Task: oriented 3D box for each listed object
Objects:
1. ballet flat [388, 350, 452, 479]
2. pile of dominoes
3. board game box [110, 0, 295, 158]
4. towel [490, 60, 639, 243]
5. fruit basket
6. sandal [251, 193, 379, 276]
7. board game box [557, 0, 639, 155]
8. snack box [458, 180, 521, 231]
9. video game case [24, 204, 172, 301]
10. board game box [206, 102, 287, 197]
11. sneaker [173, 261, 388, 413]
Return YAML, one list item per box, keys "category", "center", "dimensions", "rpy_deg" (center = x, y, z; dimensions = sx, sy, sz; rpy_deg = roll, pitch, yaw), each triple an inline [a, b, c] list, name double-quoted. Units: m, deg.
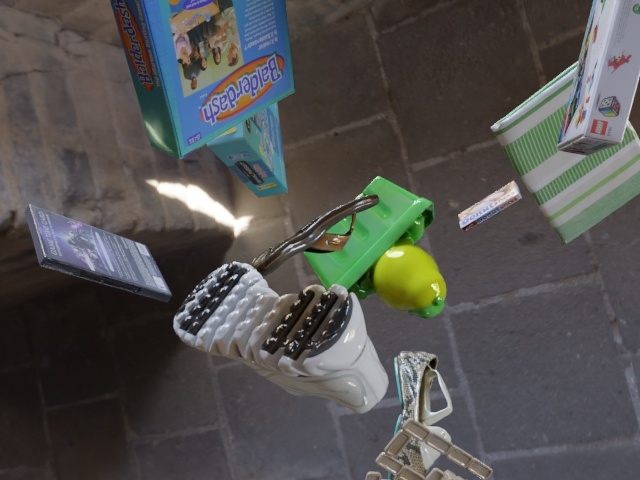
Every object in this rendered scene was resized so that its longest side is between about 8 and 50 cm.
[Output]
- category: "ballet flat"
  center: [0.307, 0.533, 1.893]
  dimensions: [0.182, 0.164, 0.482]
  rpy_deg: [-8, 42, 18]
- category: "pile of dominoes"
  center: [0.210, 0.482, 1.271]
  dimensions: [0.251, 0.040, 0.196]
  rpy_deg: [36, 97, -17]
- category: "board game box"
  center: [-0.099, -0.201, 0.548]
  dimensions: [0.047, 0.160, 0.210]
  rpy_deg: [24, 137, 32]
- category: "towel"
  center: [0.532, -0.181, 1.298]
  dimensions: [0.248, 0.038, 0.325]
  rpy_deg: [-37, 112, 10]
- category: "fruit basket"
  center: [0.188, 0.061, 1.646]
  dimensions: [0.392, 0.283, 0.391]
  rpy_deg: [-2, 80, 11]
- category: "sandal"
  center: [0.000, 0.000, 0.918]
  dimensions: [0.060, 0.219, 0.090]
  rpy_deg: [58, 154, -5]
- category: "board game box"
  center: [0.400, -0.276, 0.854]
  dimensions: [0.053, 0.193, 0.305]
  rpy_deg: [13, 96, 11]
- category: "snack box"
  center: [0.455, -0.091, 1.689]
  dimensions: [0.178, 0.064, 0.022]
  rpy_deg: [-34, 120, 26]
- category: "video game case"
  center: [-0.448, 0.028, 1.268]
  dimensions: [0.026, 0.274, 0.196]
  rpy_deg: [-54, 44, 13]
- category: "board game box"
  center: [-0.162, -0.265, 1.356]
  dimensions: [0.079, 0.336, 0.253]
  rpy_deg: [-10, 75, 9]
- category: "sneaker"
  center: [-0.051, 0.101, 0.640]
  dimensions: [0.292, 0.118, 0.110]
  rpy_deg: [11, 56, 51]
